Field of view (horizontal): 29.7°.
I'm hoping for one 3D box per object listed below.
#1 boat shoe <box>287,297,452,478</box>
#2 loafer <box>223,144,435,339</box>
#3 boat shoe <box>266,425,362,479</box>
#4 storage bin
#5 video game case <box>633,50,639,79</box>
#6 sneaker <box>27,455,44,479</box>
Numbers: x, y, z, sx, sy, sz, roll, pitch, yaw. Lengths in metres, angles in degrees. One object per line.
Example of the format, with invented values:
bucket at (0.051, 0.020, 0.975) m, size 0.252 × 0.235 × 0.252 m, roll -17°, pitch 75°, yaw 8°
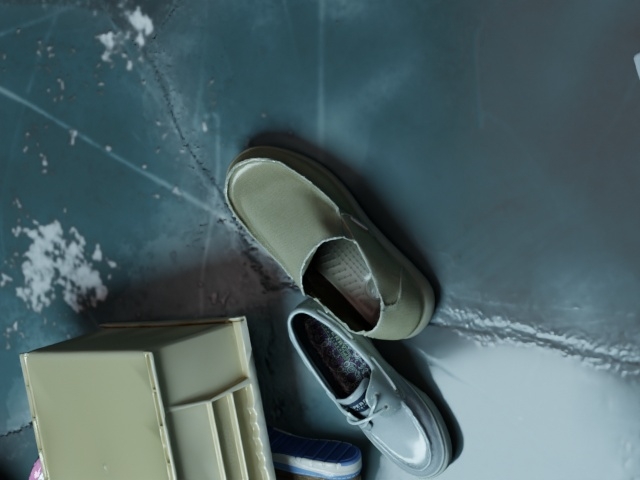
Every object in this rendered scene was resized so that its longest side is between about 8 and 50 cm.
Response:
boat shoe at (0.042, 0.155, 1.232) m, size 0.079 × 0.081 × 0.227 m, roll -43°, pitch 79°, yaw 24°
loafer at (0.000, 0.000, 1.223) m, size 0.268 × 0.092 × 0.102 m, roll 40°, pitch 112°, yaw 15°
boat shoe at (-0.043, 0.246, 1.295) m, size 0.183 × 0.066 × 0.066 m, roll 7°, pitch 109°, yaw 28°
storage bin at (-0.181, 0.223, 1.278) m, size 0.262 × 0.123 × 0.261 m, roll -6°, pitch 96°, yaw 47°
video game case at (0.470, -0.072, 1.023) m, size 0.328 × 0.036 × 0.300 m, roll -18°, pitch 90°, yaw 26°
sneaker at (-0.315, 0.334, 1.437) m, size 0.077 × 0.072 × 0.178 m, roll 20°, pitch 112°, yaw 10°
